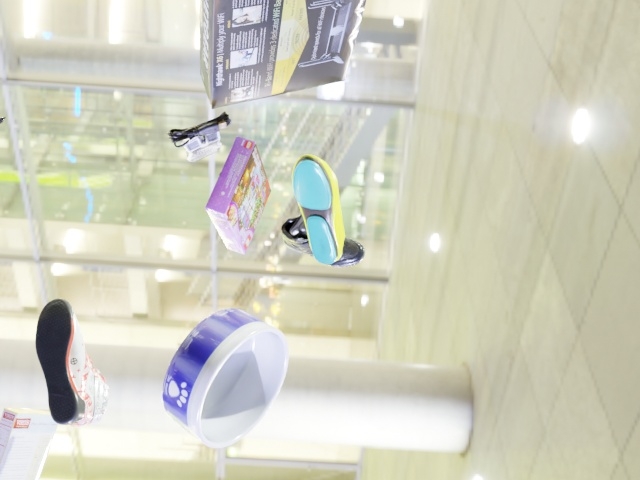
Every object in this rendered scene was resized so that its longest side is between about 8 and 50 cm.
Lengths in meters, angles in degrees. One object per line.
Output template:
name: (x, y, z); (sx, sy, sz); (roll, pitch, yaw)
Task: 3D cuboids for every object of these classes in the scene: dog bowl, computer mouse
dog bowl: (-0.186, 0.273, 1.629); (0.265, 0.104, 0.265); (-37, -40, -39)
computer mouse: (-0.208, -0.177, 1.396); (0.042, 0.106, 0.193); (64, 169, 1)

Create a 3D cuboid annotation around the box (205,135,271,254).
box: (-0.202, -0.107, 2.071); (0.293, 0.057, 0.201); (77, -147, -70)

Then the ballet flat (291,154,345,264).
ballet flat: (0.003, -0.064, 1.397); (0.077, 0.077, 0.231); (-58, -32, -43)

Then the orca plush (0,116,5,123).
orca plush: (-0.844, -0.203, 1.892); (0.287, 0.151, 0.102); (-66, -30, -67)

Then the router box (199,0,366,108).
router box: (-0.061, -0.341, 1.260); (0.309, 0.242, 0.081); (109, 144, -64)

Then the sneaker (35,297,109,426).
sneaker: (-0.528, 0.266, 1.749); (0.145, 0.090, 0.270); (49, -154, -70)

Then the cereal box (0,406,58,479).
cereal box: (-0.696, 0.505, 1.868); (0.173, 0.047, 0.240); (40, -115, -69)

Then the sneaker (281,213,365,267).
sneaker: (0.000, 0.000, 2.079); (0.130, 0.227, 0.087); (62, -130, -70)
